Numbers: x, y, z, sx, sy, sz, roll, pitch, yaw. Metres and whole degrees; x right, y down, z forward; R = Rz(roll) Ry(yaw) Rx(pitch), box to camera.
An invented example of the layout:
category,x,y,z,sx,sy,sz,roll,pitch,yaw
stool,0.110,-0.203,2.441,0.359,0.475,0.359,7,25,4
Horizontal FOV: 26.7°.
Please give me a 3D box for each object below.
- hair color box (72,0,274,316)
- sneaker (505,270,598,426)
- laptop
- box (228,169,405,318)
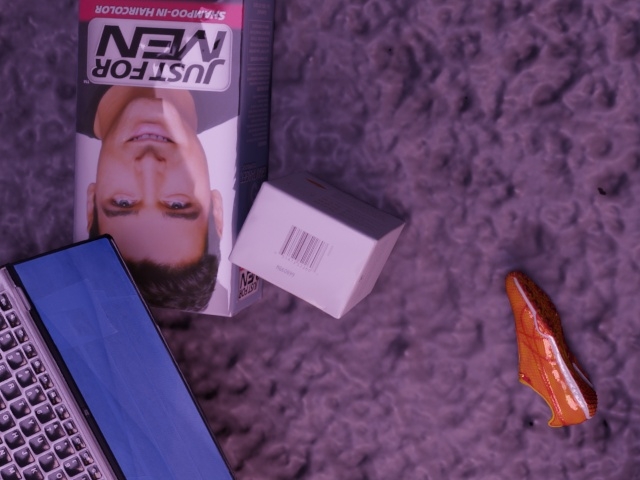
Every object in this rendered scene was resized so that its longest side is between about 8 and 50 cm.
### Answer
category,x,y,z,sx,sy,sz,roll,pitch,yaw
hair color box,-0.158,-0.117,1.451,0.185,0.113,0.374,5,99,14
sneaker,0.227,0.116,1.412,0.067,0.064,0.175,-23,89,26
laptop,-0.312,0.232,1.441,0.408,0.236,0.381,-26,98,0
box,0.000,0.000,1.396,0.130,0.170,0.091,27,102,9
